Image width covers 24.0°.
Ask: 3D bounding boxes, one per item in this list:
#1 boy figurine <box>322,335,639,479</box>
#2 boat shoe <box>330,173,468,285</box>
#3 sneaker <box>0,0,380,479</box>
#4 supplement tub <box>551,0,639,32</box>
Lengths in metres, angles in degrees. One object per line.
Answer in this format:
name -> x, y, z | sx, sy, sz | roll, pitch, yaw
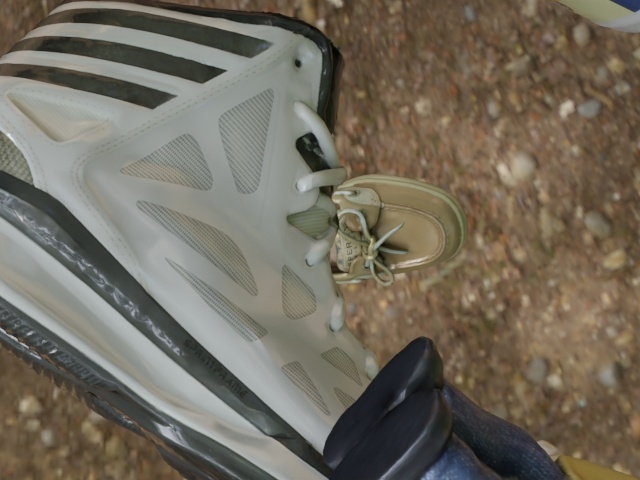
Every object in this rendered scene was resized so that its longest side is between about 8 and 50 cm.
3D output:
boy figurine -> 0.135, 0.162, 0.744 | 0.285, 0.177, 0.092 | 38, 107, -16
boat shoe -> 0.000, 0.000, 1.459 | 0.285, 0.089, 0.104 | -3, 112, 21
sneaker -> -0.004, 0.025, 0.860 | 0.447, 0.169, 0.257 | 38, 74, -11
supplement tub -> 0.171, -0.278, 0.985 | 0.325, 0.235, 0.235 | 21, 118, -19
